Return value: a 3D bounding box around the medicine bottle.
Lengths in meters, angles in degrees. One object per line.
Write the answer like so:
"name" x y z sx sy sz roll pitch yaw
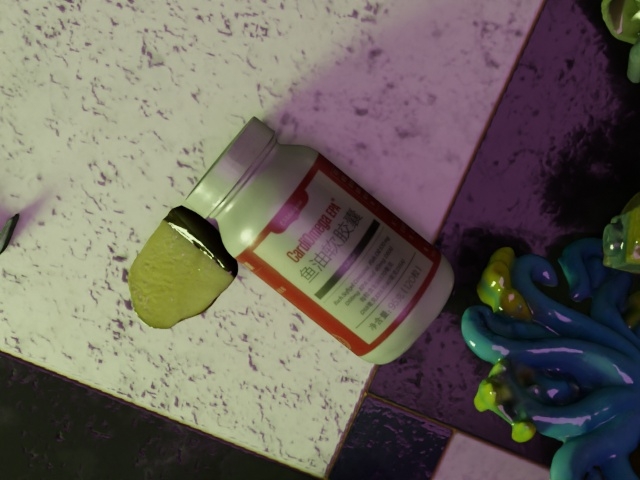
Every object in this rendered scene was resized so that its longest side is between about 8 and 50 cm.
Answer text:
"medicine bottle" 0.000 0.000 1.104 0.250 0.131 0.131 39 97 -8

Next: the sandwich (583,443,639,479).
"sandwich" 0.368 0.283 1.117 0.198 0.227 0.155 -19 101 2

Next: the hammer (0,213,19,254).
"hammer" -0.375 -0.088 1.133 0.103 0.029 0.246 -17 99 2

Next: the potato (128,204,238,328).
"potato" -0.141 0.033 1.142 0.103 0.066 0.096 -43 84 11

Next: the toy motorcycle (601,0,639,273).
"toy motorcycle" 0.375 -0.111 1.060 0.237 0.169 0.410 4 80 -1

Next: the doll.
"doll" 0.293 0.126 1.052 0.341 0.346 0.098 19 140 -2
